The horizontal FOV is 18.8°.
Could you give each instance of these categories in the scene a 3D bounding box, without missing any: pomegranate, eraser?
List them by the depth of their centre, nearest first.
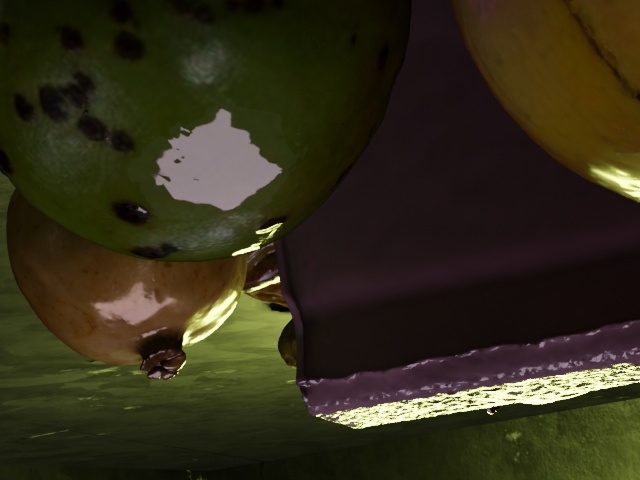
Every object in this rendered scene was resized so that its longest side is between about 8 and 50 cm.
[{"bbox_3d":[-0.091,-0.129,0.868,0.286,0.231,0.231,39,156,-9],"label":"pomegranate"},{"bbox_3d":[0.154,-0.058,1.075,0.359,0.272,0.122,-12,165,20],"label":"eraser"},{"bbox_3d":[-0.144,0.016,1.453,0.196,0.196,0.196,-6,168,-1],"label":"pomegranate"}]

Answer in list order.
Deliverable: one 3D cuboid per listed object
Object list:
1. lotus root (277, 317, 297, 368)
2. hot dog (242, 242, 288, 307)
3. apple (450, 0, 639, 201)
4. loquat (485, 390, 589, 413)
[{"bbox_3d":[0.021,0.108,2.224,0.110,0.097,0.258,7,171,-24],"label":"lotus root"},{"bbox_3d":[0.000,0.000,1.635,0.196,0.122,0.272,-16,161,32],"label":"hot dog"},{"bbox_3d":[0.179,-0.142,0.778,0.286,0.233,0.286,-5,164,-2],"label":"apple"},{"bbox_3d":[0.211,0.043,1.766,0.238,0.193,0.238,-37,-170,7],"label":"loquat"}]
